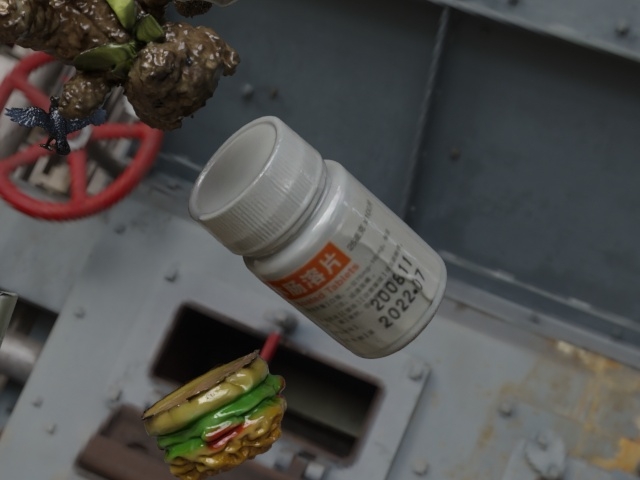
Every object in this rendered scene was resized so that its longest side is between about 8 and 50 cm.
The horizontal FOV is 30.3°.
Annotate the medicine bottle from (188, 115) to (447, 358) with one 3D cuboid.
[{"bbox_3d":[0.000,0.000,1.765,0.371,0.211,0.211,40,-17,-28],"label":"medicine bottle"}]

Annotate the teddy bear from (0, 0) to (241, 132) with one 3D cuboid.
[{"bbox_3d":[-0.274,-0.262,1.541,0.223,0.246,0.296,36,6,21],"label":"teddy bear"}]

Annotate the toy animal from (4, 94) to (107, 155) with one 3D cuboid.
[{"bbox_3d":[-0.490,-0.216,2.201,0.062,0.107,0.220,20,15,42],"label":"toy animal"}]

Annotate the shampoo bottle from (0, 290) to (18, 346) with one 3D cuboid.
[{"bbox_3d":[-0.607,0.219,2.016,0.153,0.284,0.071,8,1,19],"label":"shampoo bottle"}]

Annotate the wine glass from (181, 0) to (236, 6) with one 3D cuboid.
[{"bbox_3d":[-0.187,-0.504,1.961,0.165,0.196,0.165,11,-12,2],"label":"wine glass"}]

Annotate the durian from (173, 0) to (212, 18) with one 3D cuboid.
[{"bbox_3d":[-0.237,-0.452,2.207,0.080,0.080,0.091,24,-43,0],"label":"durian"}]

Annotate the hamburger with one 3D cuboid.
[{"bbox_3d":[-0.150,0.280,1.840,0.148,0.237,0.237,60,-15,-2],"label":"hamburger"}]
